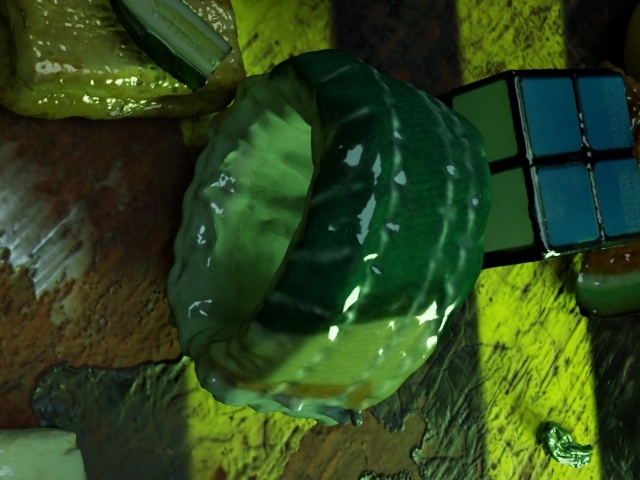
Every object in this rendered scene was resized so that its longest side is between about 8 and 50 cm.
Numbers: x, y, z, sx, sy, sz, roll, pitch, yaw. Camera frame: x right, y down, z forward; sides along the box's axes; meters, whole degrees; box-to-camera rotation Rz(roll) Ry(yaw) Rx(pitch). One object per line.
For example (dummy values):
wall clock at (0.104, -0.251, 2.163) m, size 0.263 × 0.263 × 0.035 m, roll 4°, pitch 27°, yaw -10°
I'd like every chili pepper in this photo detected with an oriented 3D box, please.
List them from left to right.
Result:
chili pepper at (0.271, 0.227, 1.122) m, size 0.091 × 0.030 × 0.034 m, roll 34°, pitch 39°, yaw -30°

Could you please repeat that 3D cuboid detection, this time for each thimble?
thimble at (0.000, 0.000, 0.816) m, size 0.167 × 0.254 × 0.288 m, roll 17°, pitch 87°, yaw -33°

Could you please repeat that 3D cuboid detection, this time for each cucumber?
cucumber at (-0.125, -0.162, 0.785) m, size 0.107 × 0.035 × 0.067 m, roll 41°, pitch 37°, yaw -15°

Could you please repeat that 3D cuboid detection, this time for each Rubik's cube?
Rubik's cube at (0.197, -0.066, 1.021) m, size 0.167 × 0.180 × 0.183 m, roll -7°, pitch 89°, yaw -38°

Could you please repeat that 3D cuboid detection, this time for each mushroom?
mushroom at (-0.254, 0.157, 0.734) m, size 0.202 × 0.054 × 0.059 m, roll 17°, pitch 72°, yaw -38°

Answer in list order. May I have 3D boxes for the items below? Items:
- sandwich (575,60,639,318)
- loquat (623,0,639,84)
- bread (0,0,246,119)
sandwich at (0.359, -0.066, 1.164) m, size 0.301 × 0.250 × 0.162 m, roll 60°, pitch 11°, yaw -2°
loquat at (0.487, -0.228, 1.252) m, size 0.238 × 0.193 × 0.238 m, roll 11°, pitch 74°, yaw -42°
bread at (-0.164, -0.156, 0.827) m, size 0.211 × 0.083 × 0.113 m, roll -3°, pitch 79°, yaw -37°
